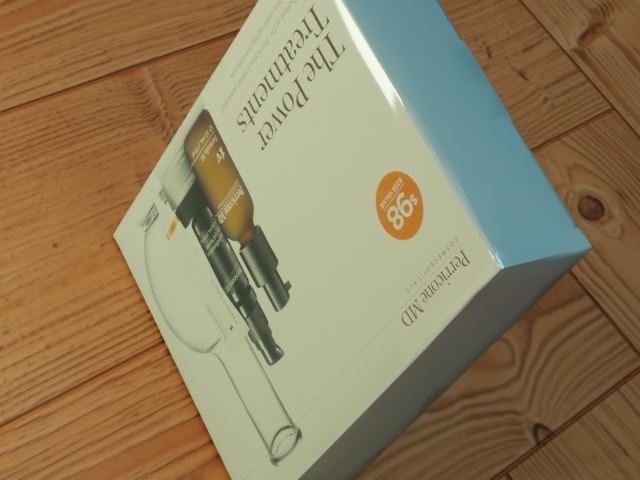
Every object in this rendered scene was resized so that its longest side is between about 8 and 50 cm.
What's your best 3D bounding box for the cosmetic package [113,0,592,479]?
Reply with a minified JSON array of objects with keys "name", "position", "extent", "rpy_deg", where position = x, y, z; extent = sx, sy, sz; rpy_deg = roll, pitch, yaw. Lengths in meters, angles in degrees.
[{"name":"cosmetic package","position":[0.000,0.000,1.146],"extent":[0.097,0.377,0.284],"rpy_deg":[-13,64,-38]}]
